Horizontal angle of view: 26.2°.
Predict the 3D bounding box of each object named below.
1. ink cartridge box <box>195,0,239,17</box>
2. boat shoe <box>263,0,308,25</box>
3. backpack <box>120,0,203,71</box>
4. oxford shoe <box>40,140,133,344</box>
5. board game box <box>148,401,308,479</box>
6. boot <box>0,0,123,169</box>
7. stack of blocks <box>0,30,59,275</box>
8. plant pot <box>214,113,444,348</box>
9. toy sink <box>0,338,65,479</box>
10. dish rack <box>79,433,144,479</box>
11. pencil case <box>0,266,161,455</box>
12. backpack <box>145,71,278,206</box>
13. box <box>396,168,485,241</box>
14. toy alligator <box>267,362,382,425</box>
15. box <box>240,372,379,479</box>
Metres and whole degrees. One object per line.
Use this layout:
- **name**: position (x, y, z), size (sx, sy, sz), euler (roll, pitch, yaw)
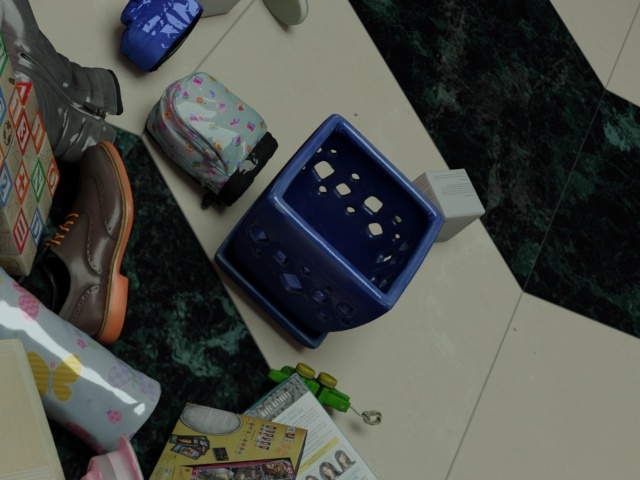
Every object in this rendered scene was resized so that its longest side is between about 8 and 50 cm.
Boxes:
- **ink cartridge box**: position (-0.226, -0.461, 2.172), size (0.158, 0.092, 0.218), euler (-21, 79, -46)
- **boat shoe**: position (-0.071, -0.464, 2.316), size (0.081, 0.079, 0.227), euler (-19, 73, -41)
- **backpack**: position (-0.249, -0.316, 2.042), size (0.101, 0.098, 0.120), euler (35, 79, -9)
- **oxford shoe**: position (-0.303, -0.005, 1.771), size (0.098, 0.097, 0.271), euler (9, 68, -30)
- **board game box**: position (-0.114, 0.285, 1.674), size (0.165, 0.042, 0.243), euler (13, 21, 4)
- **boot**: position (-0.385, -0.255, 1.898), size (0.222, 0.118, 0.338), euler (14, 65, -37)
- **stack of blocks**: position (-0.401, -0.116, 1.645), size (0.087, 0.297, 0.171), euler (3, 51, 7)
- **plant pot**: position (0.000, 0.000, 1.964), size (0.236, 0.212, 0.236), euler (44, 44, -9)
- **toy sink**: position (-0.385, 0.248, 1.511), size (0.131, 0.153, 0.234), euler (-5, 67, -42)
- **dish rack**: position (-0.204, 0.399, 1.499), size (0.072, 0.285, 0.333), euler (-14, 71, -18)
- **pencil case**: position (-0.322, 0.147, 1.658), size (0.273, 0.113, 0.124), euler (38, 3, -14)
- **backpack**: position (-0.159, -0.156, 2.006), size (0.182, 0.115, 0.152), euler (41, 46, -8)
- **box**: position (0.190, -0.054, 2.245), size (0.101, 0.102, 0.087), euler (-7, 65, -44)
- **toy alligator**: position (0.001, 0.214, 1.942), size (0.189, 0.056, 0.051), euler (26, 8, -25)
- **box**: position (-0.002, 0.305, 1.840), size (0.100, 0.060, 0.244), euler (-37, 89, -19)
